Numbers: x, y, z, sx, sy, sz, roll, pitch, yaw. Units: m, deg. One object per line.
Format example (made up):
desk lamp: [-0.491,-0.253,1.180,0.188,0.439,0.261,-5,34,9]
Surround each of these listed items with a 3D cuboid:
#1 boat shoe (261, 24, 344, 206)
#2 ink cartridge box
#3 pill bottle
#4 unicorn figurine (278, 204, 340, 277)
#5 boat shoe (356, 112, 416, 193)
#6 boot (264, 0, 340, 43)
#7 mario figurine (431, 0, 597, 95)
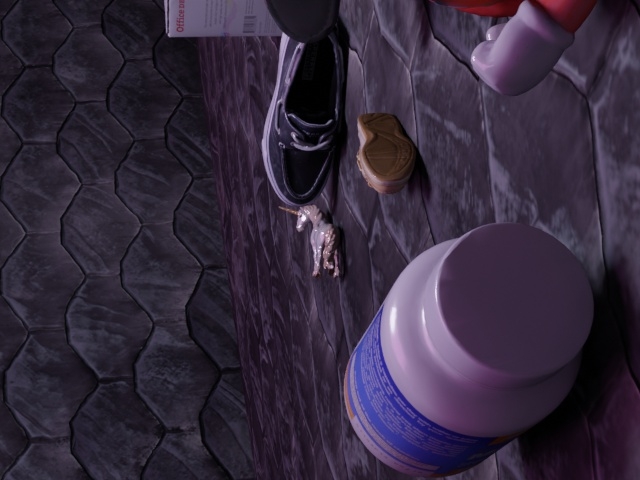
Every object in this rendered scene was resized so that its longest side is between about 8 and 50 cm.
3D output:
boat shoe: [-0.017,-0.172,1.652,0.102,0.108,0.301,-109,25,-59]
ink cartridge box: [-0.166,-0.437,2.028,0.154,0.212,0.093,102,161,-58]
pill bottle: [0.112,0.088,0.902,0.272,0.152,0.152,113,151,-67]
unicorn figurine: [0.000,0.000,1.759,0.162,0.060,0.111,0,93,63]
boat shoe: [0.073,-0.088,1.308,0.170,0.063,0.059,-94,2,-61]
boot: [0.014,-0.340,1.282,0.229,0.091,0.263,-8,-89,-65]
mario figurine: [0.121,-0.212,0.664,0.198,0.170,0.320,-61,10,-17]
